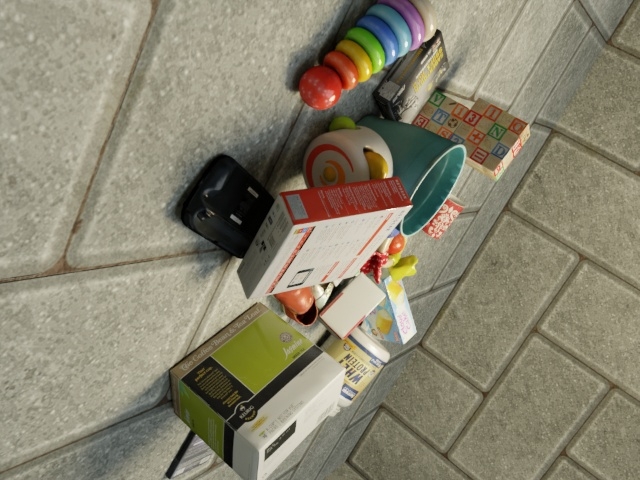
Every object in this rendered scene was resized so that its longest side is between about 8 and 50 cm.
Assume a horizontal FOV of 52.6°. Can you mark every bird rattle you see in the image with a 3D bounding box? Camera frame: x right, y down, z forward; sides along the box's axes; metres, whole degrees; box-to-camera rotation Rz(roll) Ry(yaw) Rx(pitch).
[{"bbox_3d":[0.217,0.031,2.136,0.253,0.143,0.207,13,100,-52],"label":"bird rattle"}]

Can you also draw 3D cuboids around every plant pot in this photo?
[{"bbox_3d":[0.194,-0.191,1.679,0.271,0.255,0.271,-42,154,-25],"label":"plant pot"}]

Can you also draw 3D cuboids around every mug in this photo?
[{"bbox_3d":[0.465,-0.107,2.569,0.169,0.150,0.113,-59,-166,22],"label":"mug"}]

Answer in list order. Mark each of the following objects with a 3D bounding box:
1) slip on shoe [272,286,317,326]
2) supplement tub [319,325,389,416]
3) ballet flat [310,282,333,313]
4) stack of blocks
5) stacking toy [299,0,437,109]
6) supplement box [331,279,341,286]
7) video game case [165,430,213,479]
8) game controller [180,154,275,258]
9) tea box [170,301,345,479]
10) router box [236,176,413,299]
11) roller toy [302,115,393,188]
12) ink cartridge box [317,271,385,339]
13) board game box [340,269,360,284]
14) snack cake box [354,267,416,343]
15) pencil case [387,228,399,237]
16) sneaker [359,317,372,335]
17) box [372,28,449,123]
[{"bbox_3d":[-0.068,0.156,1.864,0.123,0.101,0.331,-45,155,-16],"label":"slip on shoe"},{"bbox_3d":[0.081,0.478,2.432,0.316,0.228,0.228,-50,158,1],"label":"supplement tub"},{"bbox_3d":[0.010,0.127,2.030,0.221,0.077,0.079,-57,139,-5],"label":"ballet flat"},{"bbox_3d":[0.442,-0.328,1.914,0.171,0.297,0.087,-55,155,0],"label":"stack of blocks"},{"bbox_3d":[0.090,-0.393,1.362,0.330,0.141,0.141,-44,156,-14],"label":"stacking toy"},{"bbox_3d":[0.066,0.007,1.899,0.220,0.111,0.114,-50,157,-10],"label":"supplement box"},{"bbox_3d":[-0.361,0.617,2.046,0.274,0.026,0.196,-61,157,13],"label":"video game case"},{"bbox_3d":[-0.186,-0.064,1.393,0.166,0.067,0.319,-66,159,-8],"label":"game controller"},{"bbox_3d":[-0.168,0.400,1.721,0.329,0.323,0.220,-36,151,-35],"label":"tea box"},{"bbox_3d":[0.000,0.000,1.463,0.301,0.082,0.335,-10,154,-30],"label":"router box"},{"bbox_3d":[0.061,-0.167,1.527,0.146,0.209,0.191,-25,149,-46],"label":"roller toy"},{"bbox_3d":[0.095,0.222,2.143,0.197,0.114,0.273,-45,175,-8],"label":"ink cartridge box"},{"bbox_3d":[0.170,0.017,2.191,0.305,0.053,0.193,-25,145,-49],"label":"board game box"},{"bbox_3d":[0.234,0.232,2.340,0.089,0.152,0.264,-34,114,-38],"label":"snack cake box"},{"bbox_3d":[0.181,-0.118,1.941,0.306,0.119,0.133,64,26,-64],"label":"pencil case"},{"bbox_3d":[0.159,0.337,2.601,0.092,0.087,0.228,-32,143,-28],"label":"sneaker"},{"bbox_3d":[0.243,-0.423,1.705,0.231,0.056,0.183,-53,157,-2],"label":"box"}]
